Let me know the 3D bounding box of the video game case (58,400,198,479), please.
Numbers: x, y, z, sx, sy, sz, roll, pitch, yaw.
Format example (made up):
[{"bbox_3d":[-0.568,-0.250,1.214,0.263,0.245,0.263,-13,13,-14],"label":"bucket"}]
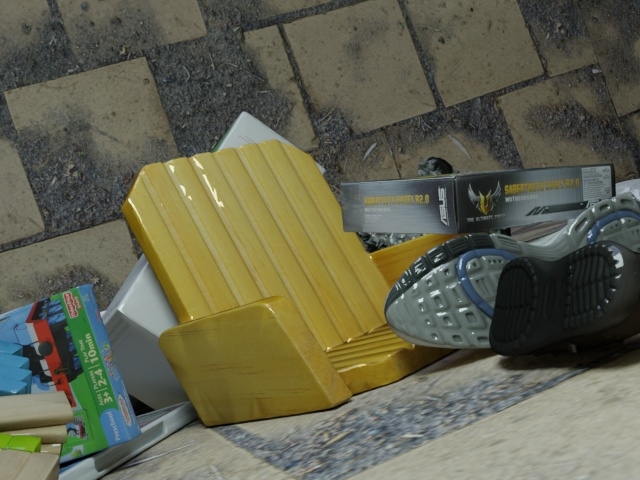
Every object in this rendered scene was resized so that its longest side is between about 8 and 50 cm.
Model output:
[{"bbox_3d":[-0.284,0.246,0.969,0.204,0.025,0.285,-20,-1,21],"label":"video game case"}]

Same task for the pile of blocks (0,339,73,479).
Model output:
[{"bbox_3d":[-0.290,0.173,0.739,0.149,0.113,0.362,0,19,-24],"label":"pile of blocks"}]

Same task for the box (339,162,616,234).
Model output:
[{"bbox_3d":[0.166,-0.045,0.946,0.231,0.056,0.183,-6,5,-33],"label":"box"}]

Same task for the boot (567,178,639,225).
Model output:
[{"bbox_3d":[0.485,-0.060,1.264,0.258,0.095,0.123,-18,-8,-6],"label":"boot"}]

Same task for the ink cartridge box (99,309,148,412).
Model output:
[{"bbox_3d":[-0.247,0.166,1.344,0.278,0.117,0.201,-19,-19,-28],"label":"ink cartridge box"}]

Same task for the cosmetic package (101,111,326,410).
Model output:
[{"bbox_3d":[-0.152,0.029,1.202,0.197,0.155,0.365,-42,17,49],"label":"cosmetic package"}]

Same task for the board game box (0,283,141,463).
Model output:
[{"bbox_3d":[-0.305,0.153,0.893,0.211,0.160,0.039,-20,-1,8],"label":"board game box"}]

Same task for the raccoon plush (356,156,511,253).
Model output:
[{"bbox_3d":[0.135,0.062,1.521,0.299,0.216,0.446,-32,-23,-41],"label":"raccoon plush"}]

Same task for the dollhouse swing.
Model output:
[{"bbox_3d":[0.000,0.000,1.016,0.347,0.305,0.315,-17,-2,-41],"label":"dollhouse swing"}]

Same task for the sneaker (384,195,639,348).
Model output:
[{"bbox_3d":[0.192,0.048,0.869,0.297,0.111,0.129,-12,-16,-21],"label":"sneaker"}]

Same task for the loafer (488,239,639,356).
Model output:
[{"bbox_3d":[0.192,0.055,0.667,0.078,0.080,0.220,14,-9,-10],"label":"loafer"}]
